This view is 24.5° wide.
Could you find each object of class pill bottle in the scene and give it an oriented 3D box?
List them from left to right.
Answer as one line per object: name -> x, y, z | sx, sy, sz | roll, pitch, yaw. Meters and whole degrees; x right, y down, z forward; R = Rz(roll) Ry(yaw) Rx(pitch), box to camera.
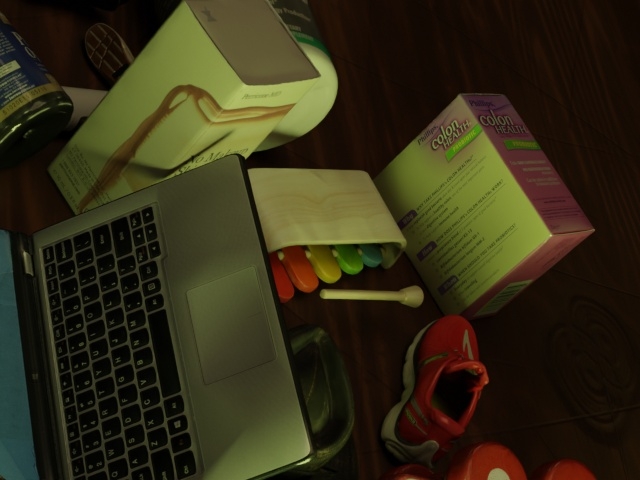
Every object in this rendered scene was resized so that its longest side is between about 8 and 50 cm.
pill bottle -> -0.388, -0.197, 1.654 | 0.219, 0.123, 0.123 | 51, 34, 8
pill bottle -> -0.121, -0.314, 1.989 | 0.204, 0.204, 0.361 | 11, 46, -40

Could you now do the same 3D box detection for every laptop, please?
laptop -> -0.264, 0.072, 1.418 | 0.236, 0.408, 0.382 | 58, 13, -54

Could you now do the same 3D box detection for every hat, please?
hat -> -0.046, 0.173, 1.625 | 0.331, 0.134, 0.331 | 27, 38, -24

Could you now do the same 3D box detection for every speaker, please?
speaker -> -0.274, -0.157, 1.794 | 0.136, 0.055, 0.055 | 2, 53, -47

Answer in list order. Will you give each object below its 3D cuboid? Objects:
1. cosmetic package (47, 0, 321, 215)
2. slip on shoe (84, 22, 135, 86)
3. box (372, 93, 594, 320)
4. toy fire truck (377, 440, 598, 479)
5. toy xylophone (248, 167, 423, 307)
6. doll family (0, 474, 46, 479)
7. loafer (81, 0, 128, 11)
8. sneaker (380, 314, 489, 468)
cosmetic package -> -0.158, -0.133, 1.675 | 0.153, 0.296, 0.129 | -15, 65, -52
slip on shoe -> -0.256, -0.220, 1.896 | 0.135, 0.051, 0.041 | 49, -7, 19
box -> 0.219, -0.045, 2.060 | 0.117, 0.213, 0.243 | -7, 59, -49
toy fire truck -> 0.189, 0.374, 1.659 | 0.302, 0.169, 0.253 | 16, 62, -35
toy xylophone -> 0.000, 0.000, 1.897 | 0.323, 0.081, 0.236 | 8, 49, -43
doll family -> -0.288, 0.290, 1.255 | 0.111, 0.193, 0.076 | 36, -5, -20
loafer -> -0.352, -0.343, 1.901 | 0.220, 0.080, 0.078 | 21, 62, -17
sneaker -> 0.169, 0.180, 1.856 | 0.107, 0.118, 0.279 | 39, 35, -11
